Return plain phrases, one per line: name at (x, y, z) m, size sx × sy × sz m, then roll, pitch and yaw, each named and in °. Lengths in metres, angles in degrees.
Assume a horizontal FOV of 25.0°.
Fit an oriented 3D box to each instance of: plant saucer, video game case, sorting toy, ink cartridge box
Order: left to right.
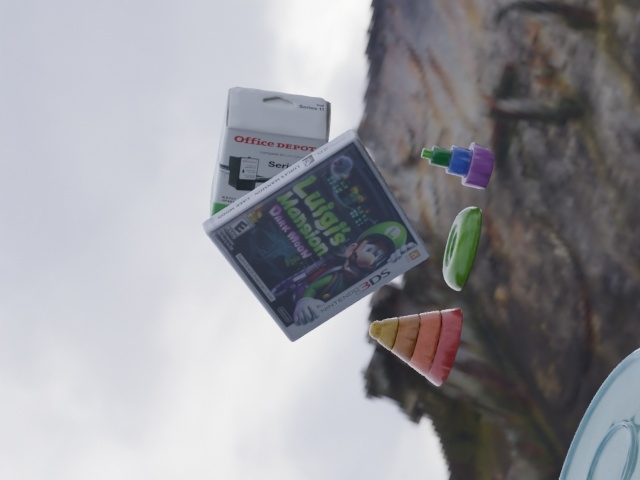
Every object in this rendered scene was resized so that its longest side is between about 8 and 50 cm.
ink cartridge box at (-0.075, -0.113, 2.098) m, size 0.208 × 0.153 × 0.087 m, roll 103°, pitch 171°, yaw -48°
video game case at (0.000, 0.000, 1.436) m, size 0.173 × 0.022 × 0.190 m, roll -33°, pitch -48°, yaw 3°
sorting toy at (0.158, 0.023, 2.119) m, size 0.127 × 0.126 × 0.366 m, roll 125°, pitch 158°, yaw -79°
plant saucer at (0.296, 0.230, 1.406) m, size 0.317 × 0.043 × 0.318 m, roll -159°, pitch 90°, yaw -83°
